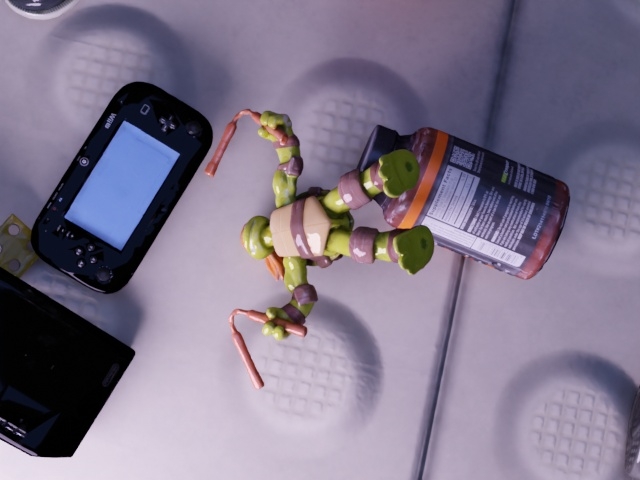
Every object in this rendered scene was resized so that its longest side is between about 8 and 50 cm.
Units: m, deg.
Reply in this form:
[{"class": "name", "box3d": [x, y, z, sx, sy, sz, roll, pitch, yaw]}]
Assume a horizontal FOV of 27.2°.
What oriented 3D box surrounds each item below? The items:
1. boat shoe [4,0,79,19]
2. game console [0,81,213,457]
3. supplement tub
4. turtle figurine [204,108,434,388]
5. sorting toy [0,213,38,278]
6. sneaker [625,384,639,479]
[{"class": "boat shoe", "box3d": [-0.232, -0.383, 1.266, 0.127, 0.113, 0.340, 23, 82, -3]}, {"class": "game console", "box3d": [-0.240, 0.009, 1.238, 0.213, 0.044, 0.361, 33, 78, -15]}, {"class": "supplement tub", "box3d": [0.132, -0.043, 1.272, 0.198, 0.106, 0.106, 22, 82, -2]}, {"class": "turtle figurine", "box3d": [0.000, 0.000, 1.232, 0.087, 0.217, 0.269, 7, 78, -50]}, {"class": "sorting toy", "box3d": [-0.398, -0.006, 1.232, 0.274, 0.046, 0.132, 20, 82, -17]}, {"class": "sneaker", "box3d": [0.382, 0.143, 1.286, 0.130, 0.087, 0.227, 25, 76, 4]}]
